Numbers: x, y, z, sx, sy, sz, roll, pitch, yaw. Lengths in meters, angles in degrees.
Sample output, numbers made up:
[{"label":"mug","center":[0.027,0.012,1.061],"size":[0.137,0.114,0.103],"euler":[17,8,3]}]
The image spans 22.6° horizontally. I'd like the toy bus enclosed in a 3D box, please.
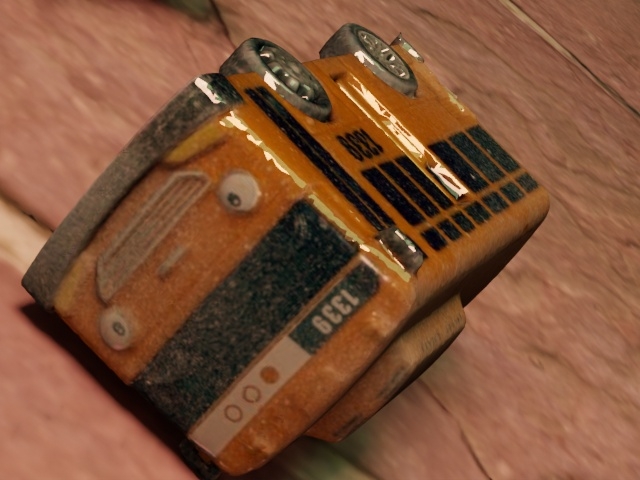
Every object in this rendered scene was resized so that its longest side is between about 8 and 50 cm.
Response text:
[{"label":"toy bus","center":[0.000,0.000,0.495],"size":[0.103,0.091,0.182],"euler":[46,21,7]}]
